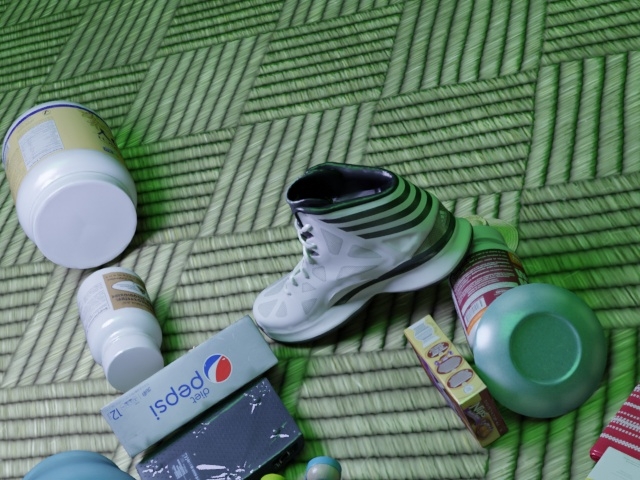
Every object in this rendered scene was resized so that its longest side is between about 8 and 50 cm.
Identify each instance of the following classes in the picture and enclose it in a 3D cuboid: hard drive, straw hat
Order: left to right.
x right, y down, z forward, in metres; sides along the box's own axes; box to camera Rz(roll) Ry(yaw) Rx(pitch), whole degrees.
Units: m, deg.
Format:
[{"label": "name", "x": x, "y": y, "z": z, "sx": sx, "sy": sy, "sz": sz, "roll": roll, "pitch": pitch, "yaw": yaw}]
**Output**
[{"label": "hard drive", "x": -0.155, "y": 0.341, "z": 1.897, "sx": 0.254, "sy": 0.054, "sz": 0.172, "roll": -34, "pitch": 39, "yaw": -5}, {"label": "straw hat", "x": 0.253, "y": -0.010, "z": 2.017, "sx": 0.144, "sy": 0.061, "sz": 0.144, "roll": -17, "pitch": 41, "yaw": 15}]

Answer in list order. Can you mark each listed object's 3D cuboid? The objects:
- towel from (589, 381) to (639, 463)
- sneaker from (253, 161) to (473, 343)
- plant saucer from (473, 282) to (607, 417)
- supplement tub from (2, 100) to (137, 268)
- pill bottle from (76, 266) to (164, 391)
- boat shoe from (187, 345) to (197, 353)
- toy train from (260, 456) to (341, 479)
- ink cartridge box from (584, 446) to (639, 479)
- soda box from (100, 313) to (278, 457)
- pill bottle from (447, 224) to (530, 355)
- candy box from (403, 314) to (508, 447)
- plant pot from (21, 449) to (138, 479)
[{"label": "towel", "x": 0.513, "y": 0.229, "z": 1.624, "sx": 0.198, "sy": 0.031, "sz": 0.275, "roll": 19, "pitch": 58, "yaw": 46}, {"label": "sneaker", "x": 0.001, "y": -0.001, "z": 1.939, "sx": 0.447, "sy": 0.257, "sz": 0.169, "roll": -27, "pitch": 34, "yaw": 37}, {"label": "plant saucer", "x": 0.318, "y": 0.155, "z": 1.719, "sx": 0.194, "sy": 0.037, "sz": 0.195, "roll": 0, "pitch": 81, "yaw": -2}, {"label": "supplement tub", "x": -0.511, "y": -0.116, "z": 2.463, "sx": 0.241, "sy": 0.241, "sz": 0.331, "roll": -31, "pitch": 39, "yaw": -2}, {"label": "pill bottle", "x": -0.354, "y": 0.160, "z": 2.155, "sx": 0.131, "sy": 0.131, "sz": 0.229, "roll": -30, "pitch": 39, "yaw": 0}, {"label": "boat shoe", "x": -0.207, "y": 0.209, "z": 2.065, "sx": 0.170, "sy": 0.063, "sz": 0.059, "roll": -42, "pitch": 46, "yaw": -14}, {"label": "toy train", "x": -0.081, "y": 0.402, "z": 1.758, "sx": 0.248, "sy": 0.105, "sz": 0.143, "roll": -17, "pitch": 30, "yaw": 16}, {"label": "ink cartridge box", "x": 0.373, "y": 0.355, "z": 1.525, "sx": 0.090, "sy": 0.092, "sz": 0.143, "roll": 22, "pitch": 62, "yaw": 43}, {"label": "soda box", "x": -0.212, "y": 0.238, "z": 1.976, "sx": 0.286, "sy": 0.098, "sz": 0.091, "roll": -33, "pitch": -2, "yaw": -7}, {"label": "pill bottle", "x": 0.265, "y": 0.081, "z": 1.863, "sx": 0.121, "sy": 0.121, "sz": 0.221, "roll": -23, "pitch": 39, "yaw": 9}, {"label": "candy box", "x": 0.198, "y": 0.206, "z": 1.780, "sx": 0.053, "sy": 0.109, "sz": 0.187, "roll": -33, "pitch": 38, "yaw": -5}, {"label": "plant pot", "x": -0.349, "y": 0.441, "z": 1.762, "sx": 0.271, "sy": 0.272, "sz": 0.255, "roll": -35, "pitch": 25, "yaw": -7}]
